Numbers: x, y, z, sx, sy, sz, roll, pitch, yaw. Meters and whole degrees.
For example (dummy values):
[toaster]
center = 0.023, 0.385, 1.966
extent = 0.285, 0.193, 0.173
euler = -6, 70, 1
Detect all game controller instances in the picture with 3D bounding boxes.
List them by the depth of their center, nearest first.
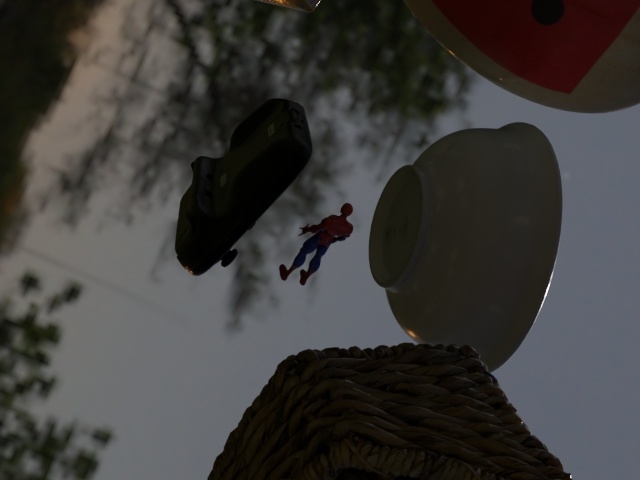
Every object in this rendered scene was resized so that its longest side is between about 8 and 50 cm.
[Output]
[game controller]
center = -0.075, -0.059, 1.928
extent = 0.166, 0.067, 0.319
euler = -38, -168, 6

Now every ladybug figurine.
[ladybug figurine]
center = 0.280, -0.351, 2.514
extent = 0.305, 0.449, 0.162
euler = -59, -179, -23

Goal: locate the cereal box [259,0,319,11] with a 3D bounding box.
[cereal box]
center = -0.115, -0.391, 2.456
extent = 0.173, 0.240, 0.047
euler = 19, -112, 46

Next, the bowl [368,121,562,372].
[bowl]
center = 0.143, -0.004, 2.198
extent = 0.298, 0.134, 0.298
euler = -167, -90, -69

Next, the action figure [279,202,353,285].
[action figure]
center = 0.000, 0.000, 1.884
extent = 0.115, 0.038, 0.030
euler = -47, -147, 43

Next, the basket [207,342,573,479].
[basket]
center = 0.037, 0.251, 1.398
extent = 0.223, 0.213, 0.299
euler = 54, -45, 47
